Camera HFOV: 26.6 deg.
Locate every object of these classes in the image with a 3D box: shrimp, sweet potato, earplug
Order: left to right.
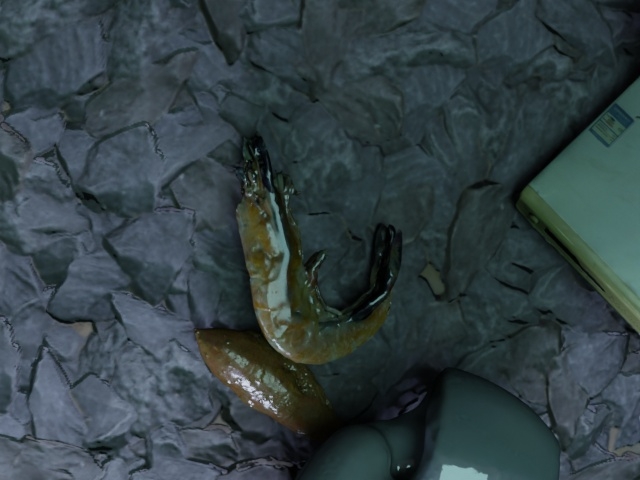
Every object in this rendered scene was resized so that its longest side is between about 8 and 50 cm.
[{"bbox_3d":[-0.035,0.133,1.231,0.068,0.060,0.206,-51,120,-9],"label":"sweet potato"},{"bbox_3d":[0.000,0.000,1.206,0.152,0.046,0.219,-19,100,-20],"label":"shrimp"},{"bbox_3d":[0.065,0.244,1.208,0.326,0.214,0.175,-29,69,-13],"label":"earplug"}]

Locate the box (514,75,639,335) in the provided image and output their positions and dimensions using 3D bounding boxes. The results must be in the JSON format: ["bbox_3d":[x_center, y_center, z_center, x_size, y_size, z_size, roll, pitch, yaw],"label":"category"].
[{"bbox_3d":[0.343,-0.012,1.261,0.270,0.045,0.211,45,87,6],"label":"box"}]
